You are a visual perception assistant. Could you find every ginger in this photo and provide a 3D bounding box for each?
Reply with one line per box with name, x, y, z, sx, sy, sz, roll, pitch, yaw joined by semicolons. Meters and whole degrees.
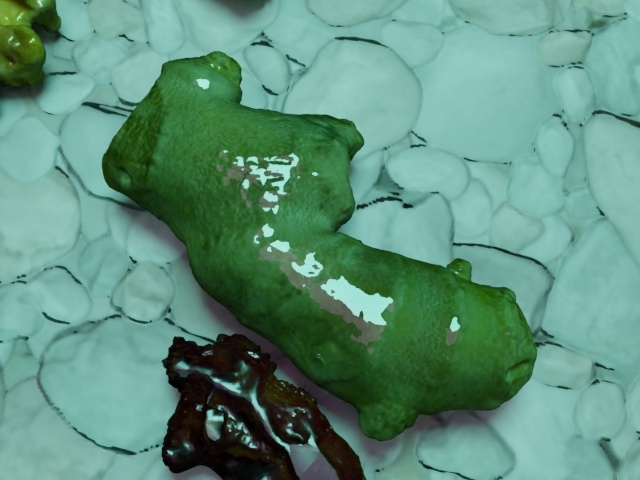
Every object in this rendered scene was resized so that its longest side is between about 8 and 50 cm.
ginger;-0.004;-0.003;0.438;0.137;0.089;0.290;-35;73;-30

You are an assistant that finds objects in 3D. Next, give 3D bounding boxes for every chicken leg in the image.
chicken leg;-0.020;0.139;0.414;0.089;0.048;0.219;-38;78;-8

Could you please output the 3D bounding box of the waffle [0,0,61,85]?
waffle;-0.268;-0.168;0.492;0.211;0.055;0.160;30;76;8
